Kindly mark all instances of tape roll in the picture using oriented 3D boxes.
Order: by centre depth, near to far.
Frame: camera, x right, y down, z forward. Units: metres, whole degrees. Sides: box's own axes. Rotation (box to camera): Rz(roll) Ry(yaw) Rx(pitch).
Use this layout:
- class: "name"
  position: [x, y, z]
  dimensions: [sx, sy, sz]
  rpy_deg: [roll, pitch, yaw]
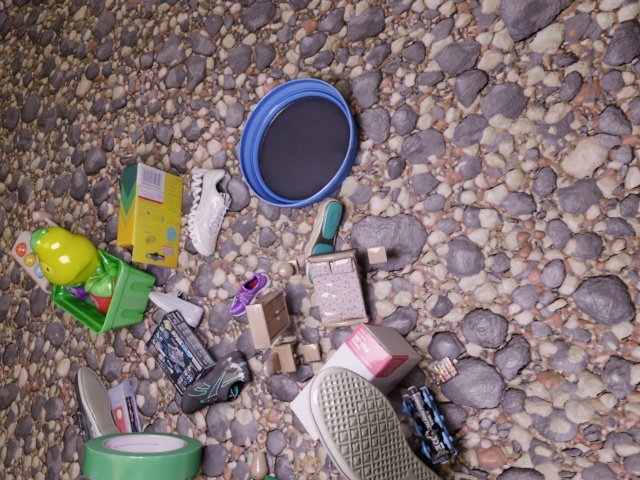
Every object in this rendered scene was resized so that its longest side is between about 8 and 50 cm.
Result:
- class: "tape roll"
  position: [-0.506, 0.619, 1.541]
  dimensions: [0.321, 0.321, 0.077]
  rpy_deg: [-1, 80, 29]

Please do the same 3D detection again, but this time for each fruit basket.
- class: "fruit basket"
  position: [-0.778, 0.114, 1.745]
  dimensions: [0.392, 0.392, 0.282]
  rpy_deg: [18, 90, 30]

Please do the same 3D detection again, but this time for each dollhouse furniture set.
- class: "dollhouse furniture set"
  position: [0.012, 0.195, 1.389]
  dimensions: [0.356, 0.174, 0.303]
  rpy_deg: [-10, 97, 17]

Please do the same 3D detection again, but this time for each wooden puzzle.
- class: "wooden puzzle"
  position: [0.307, 0.321, 1.326]
  dimensions: [0.083, 0.006, 0.049]
  rpy_deg: [-37, 65, 18]

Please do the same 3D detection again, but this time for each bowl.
- class: "bowl"
  position: [-0.066, -0.286, 1.606]
  dimensions: [0.391, 0.077, 0.391]
  rpy_deg: [-5, 79, 28]

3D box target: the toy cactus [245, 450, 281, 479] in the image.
- class: "toy cactus"
  position: [-0.175, 0.681, 1.484]
  dimensions: [0.219, 0.112, 0.180]
  rpy_deg: [-24, 60, 32]

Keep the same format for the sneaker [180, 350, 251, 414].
- class: "sneaker"
  position: [-0.313, 0.445, 1.595]
  dimensions: [0.267, 0.101, 0.106]
  rpy_deg: [-45, 65, 15]

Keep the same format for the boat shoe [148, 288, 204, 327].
- class: "boat shoe"
  position: [-0.463, 0.204, 1.745]
  dimensions: [0.228, 0.079, 0.081]
  rpy_deg: [24, 74, 31]

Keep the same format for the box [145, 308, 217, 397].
- class: "box"
  position: [-0.435, 0.351, 1.661]
  dimensions: [0.220, 0.051, 0.175]
  rpy_deg: [48, 123, 17]

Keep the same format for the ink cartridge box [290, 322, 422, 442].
- class: "ink cartridge box"
  position: [0.089, 0.347, 1.326]
  dimensions: [0.283, 0.207, 0.117]
  rpy_deg: [-50, 60, 12]

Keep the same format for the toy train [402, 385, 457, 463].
- class: "toy train"
  position: [0.258, 0.434, 1.275]
  dimensions: [0.080, 0.105, 0.184]
  rpy_deg: [-28, 69, 9]

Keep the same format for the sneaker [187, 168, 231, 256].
- class: "sneaker"
  position: [-0.348, -0.095, 1.717]
  dimensions: [0.118, 0.110, 0.292]
  rpy_deg: [-3, 80, 20]

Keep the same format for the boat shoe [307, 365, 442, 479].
- class: "boat shoe"
  position: [0.113, 0.475, 1.189]
  dimensions: [0.156, 0.500, 0.187]
  rpy_deg: [-8, 36, 51]

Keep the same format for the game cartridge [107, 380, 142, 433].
- class: "game cartridge"
  position: [-0.684, 0.641, 1.794]
  dimensions: [0.196, 0.060, 0.294]
  rpy_deg: [-30, 68, 25]

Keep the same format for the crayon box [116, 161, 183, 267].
- class: "crayon box"
  position: [-0.558, -0.075, 1.767]
  dimensions: [0.081, 0.202, 0.318]
  rpy_deg: [-5, 78, 29]

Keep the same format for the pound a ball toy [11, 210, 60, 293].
- class: "pound a ball toy"
  position: [-1.066, 0.035, 2.068]
  dimensions: [0.319, 0.136, 0.208]
  rpy_deg: [34, 98, 29]

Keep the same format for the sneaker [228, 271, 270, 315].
- class: "sneaker"
  position: [-0.227, 0.155, 1.617]
  dimensions: [0.170, 0.071, 0.068]
  rpy_deg: [-50, 62, 13]

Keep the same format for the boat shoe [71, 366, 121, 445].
- class: "boat shoe"
  position: [-0.738, 0.580, 1.733]
  dimensions: [0.113, 0.127, 0.340]
  rpy_deg: [-33, 76, 8]

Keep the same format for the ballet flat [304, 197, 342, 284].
- class: "ballet flat"
  position: [0.000, 0.000, 1.524]
  dimensions: [0.086, 0.086, 0.248]
  rpy_deg: [16, 87, 30]
